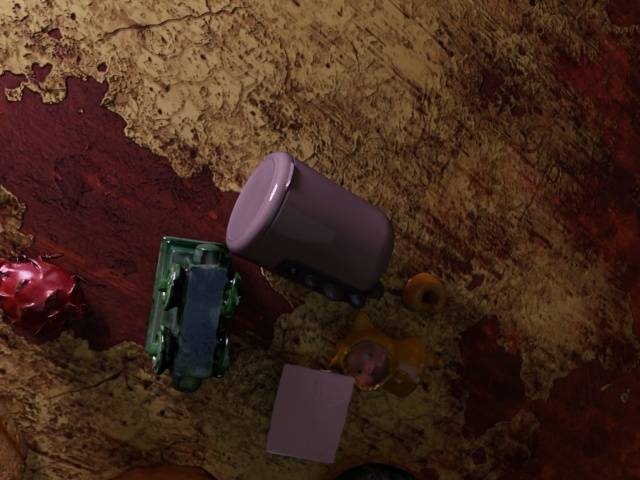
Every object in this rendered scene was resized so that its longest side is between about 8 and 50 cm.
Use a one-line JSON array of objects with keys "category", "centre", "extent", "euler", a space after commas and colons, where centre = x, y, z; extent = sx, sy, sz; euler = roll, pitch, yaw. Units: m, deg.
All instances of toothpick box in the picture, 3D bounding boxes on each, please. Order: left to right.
[{"category": "toothpick box", "centre": [0.000, 0.000, 1.068], "extent": [0.316, 0.229, 0.229], "euler": [28, 90, -23]}]

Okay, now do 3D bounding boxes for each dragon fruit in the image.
[{"category": "dragon fruit", "centre": [-0.485, 0.093, 0.968], "extent": [0.166, 0.136, 0.133], "euler": [33, 131, -17]}]

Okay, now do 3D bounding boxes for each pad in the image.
[{"category": "pad", "centre": [-0.024, 0.369, 1.194], "extent": [0.156, 0.004, 0.232], "euler": [11, 109, -2]}]

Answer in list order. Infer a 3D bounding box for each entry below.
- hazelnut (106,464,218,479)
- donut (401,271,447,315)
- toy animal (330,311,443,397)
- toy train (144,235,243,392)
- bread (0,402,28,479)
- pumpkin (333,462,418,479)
[{"category": "hazelnut", "centre": [-0.314, 0.619, 0.991], "extent": [0.420, 0.352, 0.421], "euler": [22, 48, -28]}, {"category": "donut", "centre": [0.240, 0.123, 1.274], "extent": [0.108, 0.043, 0.097], "euler": [8, 98, -25]}, {"category": "toy animal", "centre": [0.148, 0.259, 1.220], "extent": [0.229, 0.156, 0.156], "euler": [23, 92, -12]}, {"category": "toy train", "centre": [-0.231, 0.129, 1.019], "extent": [0.145, 0.202, 0.266], "euler": [9, 98, -22]}, {"category": "bread", "centre": [-0.586, 0.273, 0.945], "extent": [0.264, 0.167, 0.163], "euler": [30, 89, -25]}, {"category": "pumpkin", "centre": [0.117, 0.645, 1.237], "extent": [0.300, 0.207, 0.300], "euler": [-8, 110, -23]}]
